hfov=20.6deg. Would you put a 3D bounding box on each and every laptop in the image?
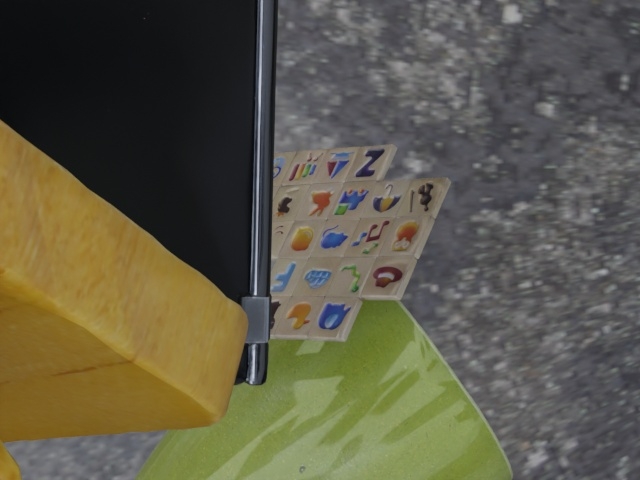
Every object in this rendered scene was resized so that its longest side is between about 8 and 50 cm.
[{"bbox_3d":[-0.147,-0.106,1.127,0.236,0.408,0.382,2,95,-6],"label":"laptop"}]

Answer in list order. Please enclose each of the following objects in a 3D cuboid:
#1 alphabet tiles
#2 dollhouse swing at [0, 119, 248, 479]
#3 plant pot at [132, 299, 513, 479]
[{"bbox_3d":[0.000,0.000,1.506,0.237,0.009,0.198,-1,55,44],"label":"alphabet tiles"},{"bbox_3d":[-0.083,0.206,0.478,0.315,0.305,0.347,-11,58,50],"label":"dollhouse swing"},{"bbox_3d":[-0.020,0.200,1.636,0.293,0.275,0.275,-36,74,-7],"label":"plant pot"}]
